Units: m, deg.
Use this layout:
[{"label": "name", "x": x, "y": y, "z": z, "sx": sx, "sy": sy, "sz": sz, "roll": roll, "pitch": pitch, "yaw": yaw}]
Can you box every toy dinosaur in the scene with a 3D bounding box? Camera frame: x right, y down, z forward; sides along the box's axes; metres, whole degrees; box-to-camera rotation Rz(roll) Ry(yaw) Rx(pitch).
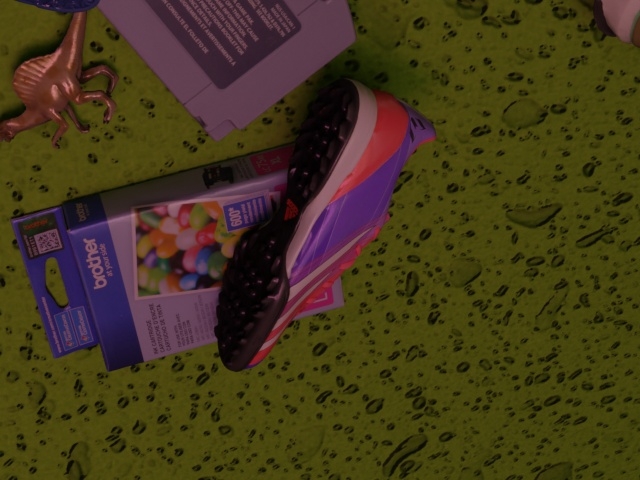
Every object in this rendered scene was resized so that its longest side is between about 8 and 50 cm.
[{"label": "toy dinosaur", "x": -0.230, "y": -0.146, "z": 1.253, "sx": 0.093, "sy": 0.053, "sz": 0.183, "roll": 23, "pitch": 113, "yaw": -28}]

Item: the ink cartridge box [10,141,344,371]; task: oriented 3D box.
[{"label": "ink cartridge box", "x": -0.137, "y": 0.023, "z": 1.393, "sx": 0.311, "sy": 0.065, "sz": 0.185, "roll": -14, "pitch": 125, "yaw": -8}]

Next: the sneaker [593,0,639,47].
[{"label": "sneaker", "x": 0.466, "y": -0.287, "z": 1.291, "sx": 0.410, "sy": 0.182, "sz": 0.158, "roll": -42, "pitch": 158, "yaw": 16}]

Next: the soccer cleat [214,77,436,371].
[{"label": "soccer cleat", "x": 0.000, "y": 0.000, "z": 1.328, "sx": 0.116, "sy": 0.108, "sz": 0.318, "roll": 15, "pitch": 112, "yaw": -31}]

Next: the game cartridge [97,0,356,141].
[{"label": "game cartridge", "x": -0.103, "y": -0.247, "z": 1.225, "sx": 0.198, "sy": 0.062, "sz": 0.297, "roll": -39, "pitch": 126, "yaw": 1}]

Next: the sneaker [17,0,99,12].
[{"label": "sneaker", "x": -0.276, "y": -0.266, "z": 1.103, "sx": 0.232, "sy": 0.090, "sz": 0.081, "roll": 23, "pitch": 151, "yaw": -17}]
